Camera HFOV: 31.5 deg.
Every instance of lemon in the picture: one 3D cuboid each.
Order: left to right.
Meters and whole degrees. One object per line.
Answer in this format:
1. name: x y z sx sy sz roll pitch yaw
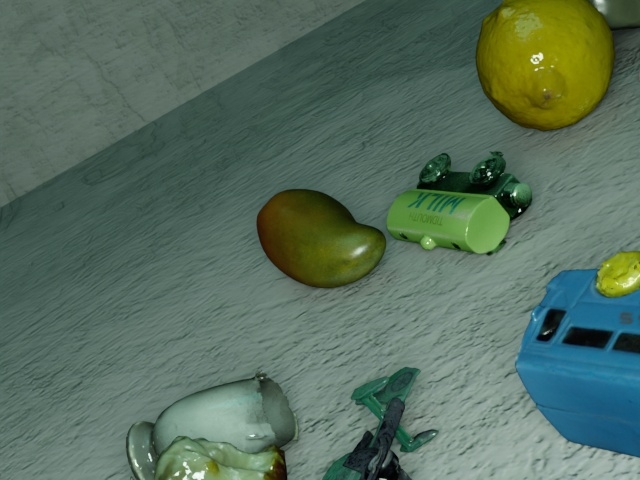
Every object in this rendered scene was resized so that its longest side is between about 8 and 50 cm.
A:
1. lemon: 0.368 -0.298 1.864 0.233 0.233 0.288 -20 23 20

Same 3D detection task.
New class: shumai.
1. shumai: -0.096 0.303 1.218 0.141 0.184 0.184 -3 27 11

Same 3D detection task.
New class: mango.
1. mango: -0.005 0.002 1.770 0.146 0.129 0.289 -23 24 -13

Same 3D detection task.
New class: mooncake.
1. mooncake: 0.515 -0.440 2.042 0.275 0.135 0.275 -2 7 0

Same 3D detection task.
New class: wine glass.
1. wine glass: -0.137 0.241 1.410 0.204 0.111 0.111 -25 21 18

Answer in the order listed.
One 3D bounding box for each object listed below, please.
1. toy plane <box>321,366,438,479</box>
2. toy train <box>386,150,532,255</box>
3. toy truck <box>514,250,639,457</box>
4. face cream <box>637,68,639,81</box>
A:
1. toy plane: 0.042 0.257 1.186 0.155 0.106 0.382 -27 23 37
2. toy train: 0.200 -0.045 1.684 0.157 0.105 0.253 -50 26 -16
3. toy truck: 0.359 0.116 1.040 0.385 0.161 0.162 4 47 52
4. face cream: 0.560 -0.246 1.747 0.084 0.057 0.198 -26 22 2
